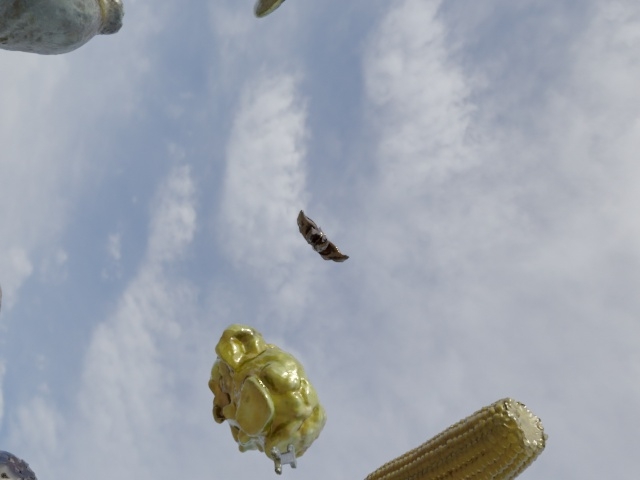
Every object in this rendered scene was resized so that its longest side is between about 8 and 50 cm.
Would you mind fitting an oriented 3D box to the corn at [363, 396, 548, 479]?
[{"bbox_3d":[0.202,0.375,1.079,0.344,0.131,0.131,-42,-117,26],"label":"corn"}]

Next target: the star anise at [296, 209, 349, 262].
[{"bbox_3d":[0.000,0.001,1.296,0.042,0.141,0.141,-44,-122,3],"label":"star anise"}]

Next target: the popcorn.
[{"bbox_3d":[-0.126,0.385,1.691,0.334,0.293,0.292,21,-75,37],"label":"popcorn"}]

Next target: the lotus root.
[{"bbox_3d":[-0.413,-0.333,0.858,0.175,0.349,0.175,-18,-115,44],"label":"lotus root"}]

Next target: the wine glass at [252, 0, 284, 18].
[{"bbox_3d":[-0.190,-0.428,0.855,0.096,0.309,0.264,-53,-149,1],"label":"wine glass"}]

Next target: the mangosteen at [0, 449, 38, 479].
[{"bbox_3d":[-0.573,0.456,1.100,0.230,0.194,0.194,-38,-122,-8],"label":"mangosteen"}]

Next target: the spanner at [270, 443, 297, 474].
[{"bbox_3d":[-0.071,0.434,1.339,0.015,0.254,0.054,-11,-107,3],"label":"spanner"}]

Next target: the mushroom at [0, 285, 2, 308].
[{"bbox_3d":[-0.625,0.137,1.097,0.255,0.184,0.255,-13,-130,15],"label":"mushroom"}]
